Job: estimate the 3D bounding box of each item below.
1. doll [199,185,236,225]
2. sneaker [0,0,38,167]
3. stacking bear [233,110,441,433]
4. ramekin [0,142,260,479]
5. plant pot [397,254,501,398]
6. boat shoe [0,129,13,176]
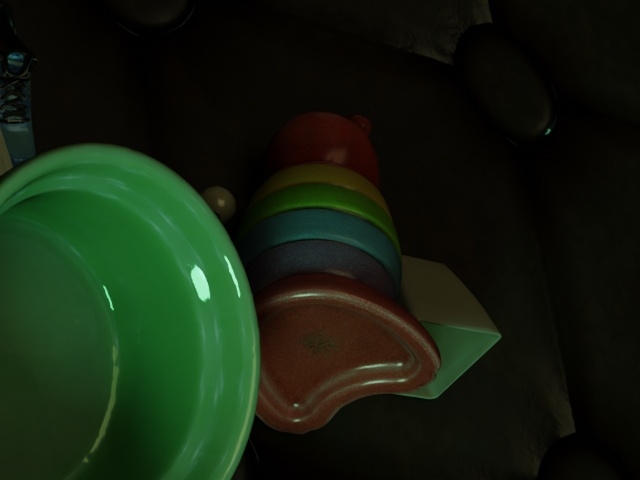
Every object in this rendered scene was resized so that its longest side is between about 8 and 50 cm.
[{"bbox_3d":[-0.119,0.011,1.650,0.129,0.046,0.189,62,35,-25],"label":"doll"},{"bbox_3d":[-0.272,-0.132,1.587,0.063,0.073,0.162,-1,65,-43],"label":"sneaker"},{"bbox_3d":[0.000,0.000,1.695,0.164,0.175,0.289,50,26,-36],"label":"stacking bear"},{"bbox_3d":[-0.201,0.086,1.404,0.303,0.148,0.303,9,78,-47],"label":"ramekin"},{"bbox_3d":[0.084,0.075,1.763,0.109,0.109,0.096,11,46,-38],"label":"plant pot"},{"bbox_3d":[-0.318,-0.082,1.497,0.109,0.091,0.305,1,76,-53],"label":"boat shoe"}]
